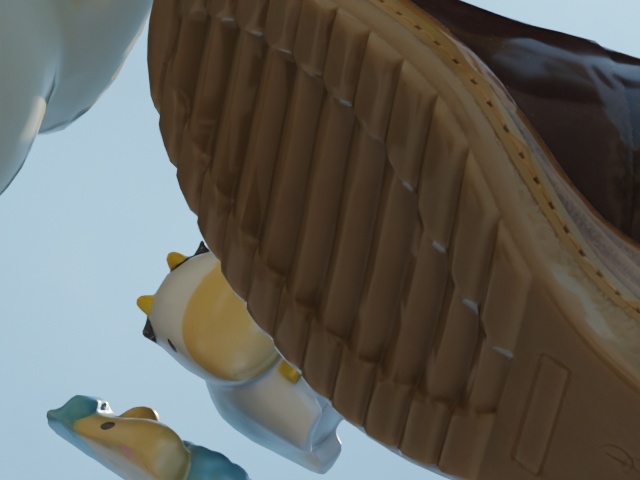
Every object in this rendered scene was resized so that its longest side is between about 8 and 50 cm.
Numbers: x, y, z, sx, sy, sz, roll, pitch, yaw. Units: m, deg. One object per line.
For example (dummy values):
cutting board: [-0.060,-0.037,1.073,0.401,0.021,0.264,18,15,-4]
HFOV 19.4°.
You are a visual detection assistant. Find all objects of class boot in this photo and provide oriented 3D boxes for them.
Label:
boot: [0.103,-0.005,0.437,0.248,0.207,0.090,40,-50,25]

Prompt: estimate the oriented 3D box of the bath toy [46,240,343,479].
bath toy: [0.000,0.000,1.053,0.129,0.151,0.348,29,-111,23]

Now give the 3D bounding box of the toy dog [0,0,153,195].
toy dog: [-0.284,-0.038,0.493,0.284,0.408,0.395,33,-63,18]
